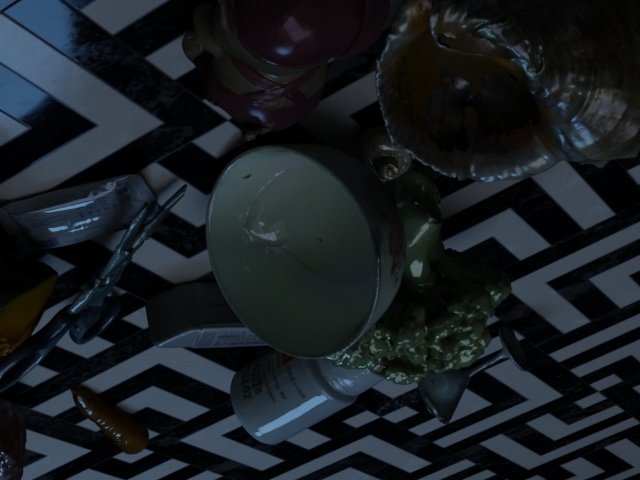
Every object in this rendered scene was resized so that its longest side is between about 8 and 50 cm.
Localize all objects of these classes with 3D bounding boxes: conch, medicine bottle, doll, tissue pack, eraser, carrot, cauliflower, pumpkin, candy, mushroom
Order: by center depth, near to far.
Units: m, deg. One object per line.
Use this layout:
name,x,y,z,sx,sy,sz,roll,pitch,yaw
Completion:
doll,-0.036,-0.223,1.343,0.196,0.152,0.256,-38,176,-25
conch,0.213,-0.201,1.458,0.352,0.210,0.297,33,129,-26
tissue pack,-0.304,-0.032,1.660,0.193,0.026,0.122,-15,151,0
mushroom,0.079,-0.108,1.665,0.084,0.067,0.083,-5,136,-4
pumpkin,-0.450,0.063,1.696,0.148,0.169,0.312,-48,174,-37
cauliflower,0.122,0.074,1.801,0.327,0.260,0.281,-26,160,-24
eraser,-0.080,0.106,1.932,0.352,0.089,0.061,1,143,-24
candy,-0.561,0.324,2.005,0.214,0.157,0.289,2,150,-11
medicine bottle,-0.013,0.218,2.093,0.252,0.144,0.144,-30,147,29
carrot,-0.354,0.293,2.161,0.057,0.057,0.224,-21,146,10

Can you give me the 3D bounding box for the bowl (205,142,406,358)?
bowl,0.000,0.000,1.649,0.145,0.277,0.277,-24,165,-50

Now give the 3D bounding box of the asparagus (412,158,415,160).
asparagus,0.030,-0.081,1.732,0.249,0.024,0.025,-20,145,11

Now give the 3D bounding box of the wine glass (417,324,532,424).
wine glass,0.266,0.227,2.275,0.183,0.122,0.122,-32,146,19

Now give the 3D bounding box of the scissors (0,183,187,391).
scissors,-0.291,0.058,1.717,0.256,0.029,0.383,-32,167,-51
